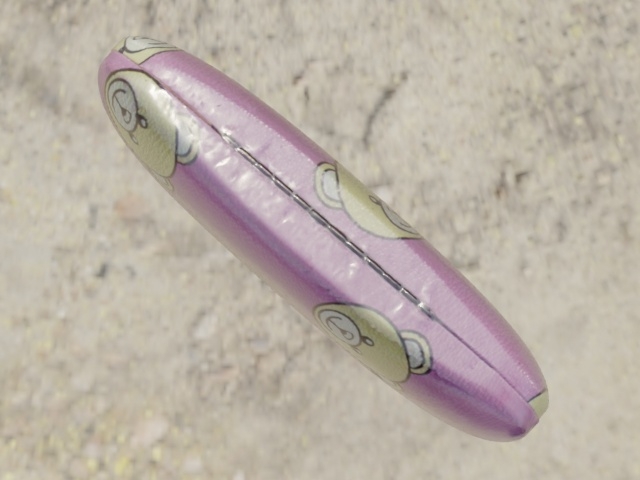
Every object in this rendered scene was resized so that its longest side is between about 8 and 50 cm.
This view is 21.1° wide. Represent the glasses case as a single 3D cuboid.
[{"bbox_3d":[0.000,0.000,0.970,0.316,0.123,0.076,41,82,1],"label":"glasses case"}]
